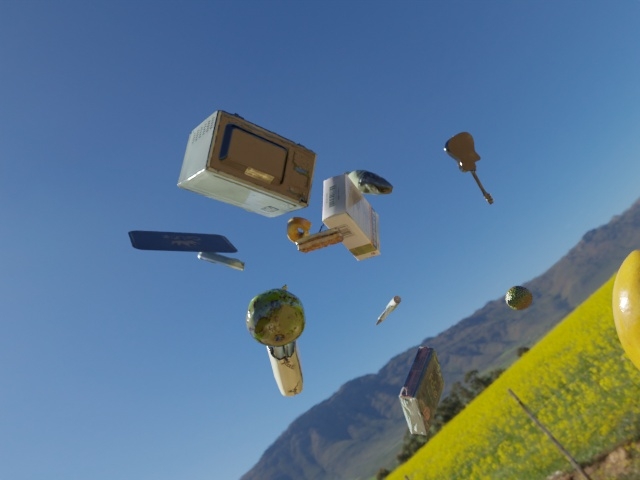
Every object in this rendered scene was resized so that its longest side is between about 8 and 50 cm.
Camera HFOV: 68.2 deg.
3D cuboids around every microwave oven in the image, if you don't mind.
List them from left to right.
[{"bbox_3d":[-0.228,-0.239,1.513,0.354,0.219,0.286,18,-17,-31],"label":"microwave oven"}]

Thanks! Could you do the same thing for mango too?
[{"bbox_3d":[0.981,0.224,1.335,0.300,0.446,0.232,-39,16,-19],"label":"mango"}]

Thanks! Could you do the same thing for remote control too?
[{"bbox_3d":[-0.442,0.088,2.111,0.104,0.247,0.052,25,-100,-60],"label":"remote control"}]

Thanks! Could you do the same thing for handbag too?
[{"bbox_3d":[-0.178,0.599,2.397,0.160,0.237,0.359,-12,-47,-5],"label":"handbag"}]

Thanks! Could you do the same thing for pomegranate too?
[{"bbox_3d":[-0.155,0.251,1.634,0.210,0.263,0.211,-4,-57,-7],"label":"pomegranate"}]

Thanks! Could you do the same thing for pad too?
[{"bbox_3d":[-0.521,-0.032,1.784,0.375,0.315,0.063,3,-75,-29],"label":"pad"}]

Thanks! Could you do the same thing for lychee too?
[{"bbox_3d":[0.899,0.261,2.142,0.146,0.114,0.114,-18,-33,-47],"label":"lychee"}]

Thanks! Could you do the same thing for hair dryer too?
[{"bbox_3d":[0.315,0.360,2.312,0.183,0.044,0.155,-45,-15,-20],"label":"hair dryer"}]

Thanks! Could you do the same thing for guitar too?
[{"bbox_3d":[0.452,-0.210,1.400,0.088,0.233,0.025,-30,2,-13],"label":"guitar"}]

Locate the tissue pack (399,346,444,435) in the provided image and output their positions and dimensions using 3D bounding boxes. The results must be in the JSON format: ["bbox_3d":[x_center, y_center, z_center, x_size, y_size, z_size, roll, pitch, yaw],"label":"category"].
[{"bbox_3d":[0.451,0.661,2.098,0.316,0.103,0.228,-49,-53,-49],"label":"tissue pack"}]

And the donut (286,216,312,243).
[{"bbox_3d":[-0.080,-0.033,1.715,0.043,0.097,0.108,-70,-16,-51],"label":"donut"}]

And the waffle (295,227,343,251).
[{"bbox_3d":[0.000,0.000,1.542,0.147,0.043,0.102,-18,-9,8],"label":"waffle"}]

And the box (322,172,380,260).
[{"bbox_3d":[0.123,-0.087,1.833,0.106,0.200,0.299,-17,-40,25],"label":"box"}]

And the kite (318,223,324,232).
[{"bbox_3d":[0.026,-0.092,2.272,0.286,0.015,0.152,-59,-1,6],"label":"kite"}]

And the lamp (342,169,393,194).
[{"bbox_3d":[0.189,-0.234,1.926,0.101,0.250,0.101,-30,-50,-42],"label":"lamp"}]
